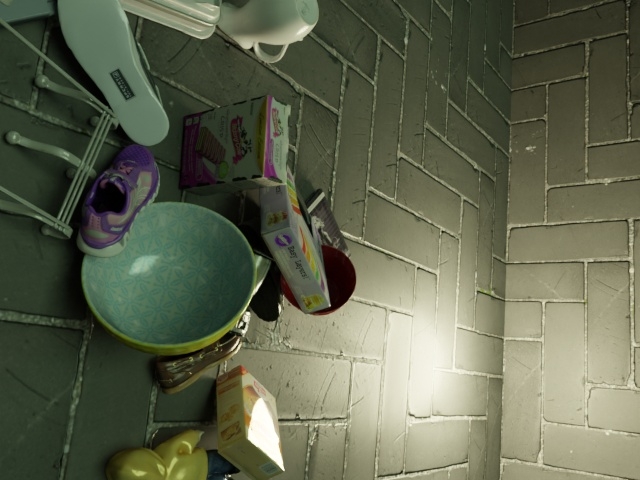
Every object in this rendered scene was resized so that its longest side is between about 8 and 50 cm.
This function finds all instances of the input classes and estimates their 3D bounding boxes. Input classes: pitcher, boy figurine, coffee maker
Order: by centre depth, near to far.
[{"bbox_3d":[-0.268,0.442,1.126,0.285,0.092,0.177,25,68,-49],"label":"boy figurine"},{"bbox_3d":[-0.194,0.088,1.226,0.120,0.171,0.178,29,81,-42],"label":"coffee maker"},{"bbox_3d":[-0.097,-0.473,1.336,0.178,0.207,0.125,40,57,-46],"label":"pitcher"}]

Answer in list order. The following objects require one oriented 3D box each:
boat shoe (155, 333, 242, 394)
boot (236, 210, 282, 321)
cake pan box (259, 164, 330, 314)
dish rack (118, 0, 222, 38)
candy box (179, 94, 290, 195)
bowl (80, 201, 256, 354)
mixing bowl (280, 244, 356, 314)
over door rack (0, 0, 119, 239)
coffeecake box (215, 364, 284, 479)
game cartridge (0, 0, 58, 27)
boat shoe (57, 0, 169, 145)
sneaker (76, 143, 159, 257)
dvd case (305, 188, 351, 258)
[{"bbox_3d":[-0.237,0.220,1.199,0.207,0.073,0.073,-32,115,-50],"label":"boat shoe"},{"bbox_3d":[-0.110,0.047,1.385,0.161,0.084,0.246,-40,120,-54],"label":"boot"},{"bbox_3d":[-0.059,-0.015,1.312,0.266,0.070,0.245,-99,169,-52],"label":"cake pan box"},{"bbox_3d":[-0.309,-0.571,1.175,0.333,0.072,0.285,1,87,-52],"label":"dish rack"},{"bbox_3d":[-0.171,-0.180,1.187,0.071,0.234,0.159,13,76,-53],"label":"candy box"},{"bbox_3d":[-0.266,0.090,1.075,0.289,0.290,0.156,-59,173,-37],"label":"bowl"},{"bbox_3d":[-0.005,0.111,1.467,0.098,0.182,0.181,89,18,-60],"label":"mixing bowl"},{"bbox_3d":[-0.450,-0.174,0.895,0.324,0.108,0.239,60,41,-62],"label":"over door rack"},{"bbox_3d":[-0.146,0.373,1.238,0.142,0.068,0.185,54,12,-36],"label":"coffeecake box"},{"bbox_3d":[-0.530,-0.461,0.883,0.198,0.062,0.297,-38,117,-43],"label":"game cartridge"},{"bbox_3d":[-0.356,-0.315,1.067,0.301,0.108,0.102,65,-3,-30],"label":"boat shoe"},{"bbox_3d":[-0.338,-0.087,1.025,0.104,0.095,0.236,106,-3,-51],"label":"sneaker"},{"bbox_3d":[0.000,0.000,1.582,0.164,0.018,0.221,-51,127,-41],"label":"dvd case"}]
